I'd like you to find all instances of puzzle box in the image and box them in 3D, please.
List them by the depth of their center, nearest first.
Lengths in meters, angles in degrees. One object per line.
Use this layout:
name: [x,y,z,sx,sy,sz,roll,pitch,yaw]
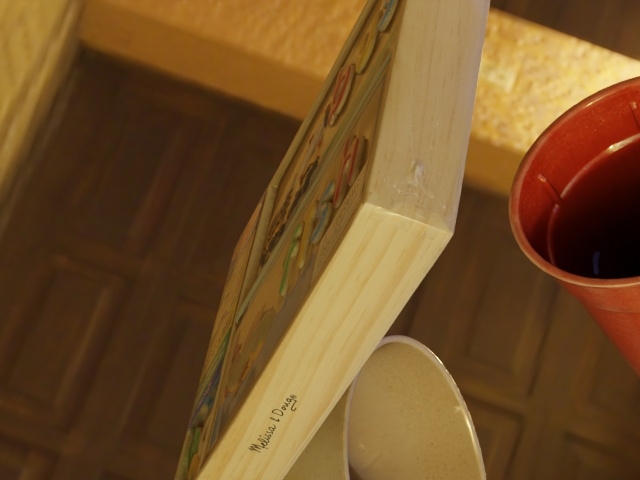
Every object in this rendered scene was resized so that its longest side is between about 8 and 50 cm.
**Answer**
puzzle box: [0.000,0.000,1.007,0.409,0.052,0.272,121,-14,-49]

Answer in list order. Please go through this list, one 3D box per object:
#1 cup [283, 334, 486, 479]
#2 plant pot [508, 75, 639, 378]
cup: [0.017,0.294,1.800,0.237,0.331,0.331,-15,-144,30]
plant pot: [0.369,0.014,1.614,0.265,0.272,0.272,54,44,-42]
